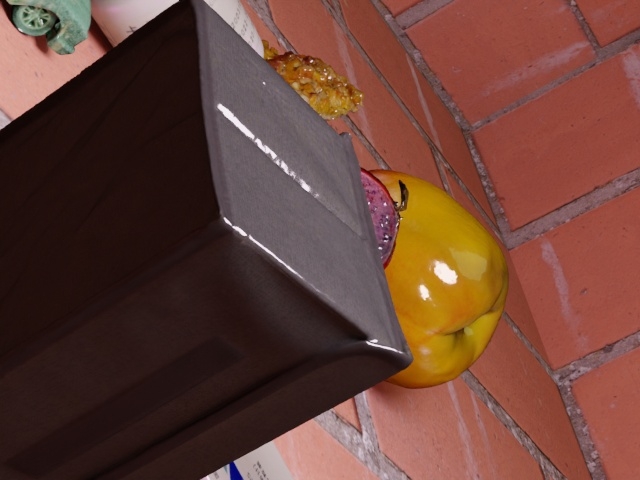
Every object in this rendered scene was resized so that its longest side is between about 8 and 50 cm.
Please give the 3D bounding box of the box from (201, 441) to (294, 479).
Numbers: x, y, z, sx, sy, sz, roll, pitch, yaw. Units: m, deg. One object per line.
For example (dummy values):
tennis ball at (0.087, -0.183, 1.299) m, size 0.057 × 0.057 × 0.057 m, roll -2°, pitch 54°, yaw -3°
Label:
box at (-0.070, 0.282, 1.299) m, size 0.343 × 0.065 × 0.200 m, roll 61°, pitch 15°, yaw -3°

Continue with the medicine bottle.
medicine bottle at (-0.200, -0.306, 1.639) m, size 0.170 × 0.170 × 0.293 m, roll -100°, pitch 164°, yaw -48°

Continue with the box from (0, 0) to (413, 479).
box at (-0.147, 0.033, 0.972) m, size 0.204 × 0.345 × 0.251 m, roll 41°, pitch 26°, yaw -39°

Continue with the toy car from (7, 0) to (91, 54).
toy car at (-0.350, -0.348, 1.409) m, size 0.321 × 0.097 × 0.141 m, roll 50°, pitch 19°, yaw -40°

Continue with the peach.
peach at (0.131, 0.054, 1.977) m, size 0.308 × 0.289 × 0.289 m, roll 40°, pitch 2°, yaw 31°

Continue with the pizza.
pizza at (-0.041, -0.250, 2.046) m, size 0.335 × 0.226 × 0.086 m, roll -124°, pitch -137°, yaw -66°

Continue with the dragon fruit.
dragon fruit at (-0.004, 0.001, 1.828) m, size 0.218 × 0.224 × 0.148 m, roll 26°, pitch -25°, yaw 9°
